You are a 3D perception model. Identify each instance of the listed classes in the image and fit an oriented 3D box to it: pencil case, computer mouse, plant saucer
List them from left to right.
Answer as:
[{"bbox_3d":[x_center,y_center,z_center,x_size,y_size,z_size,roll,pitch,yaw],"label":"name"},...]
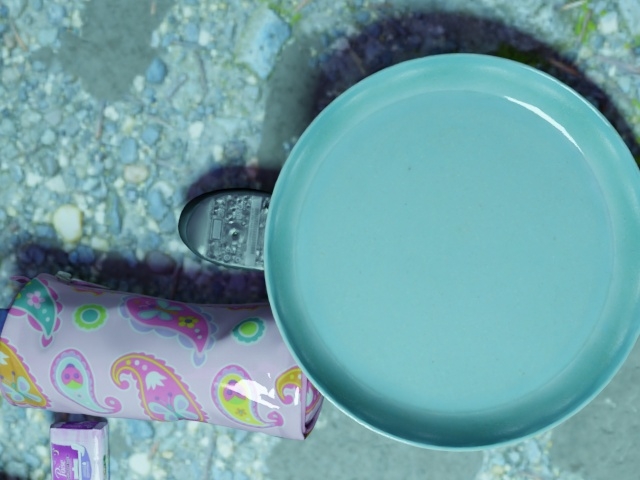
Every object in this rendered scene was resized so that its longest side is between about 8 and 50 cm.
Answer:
[{"bbox_3d":[-0.133,0.096,1.654,0.284,0.124,0.124,6,101,12],"label":"pencil case"},{"bbox_3d":[0.000,0.000,1.655,0.242,0.041,0.071,10,101,3],"label":"computer mouse"},{"bbox_3d":[0.111,0.010,1.582,0.317,0.044,0.318,0,89,-6],"label":"plant saucer"}]

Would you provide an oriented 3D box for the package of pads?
[{"bbox_3d":[-0.212,0.201,1.735,0.050,0.032,0.083,0,100,10],"label":"package of pads"}]
